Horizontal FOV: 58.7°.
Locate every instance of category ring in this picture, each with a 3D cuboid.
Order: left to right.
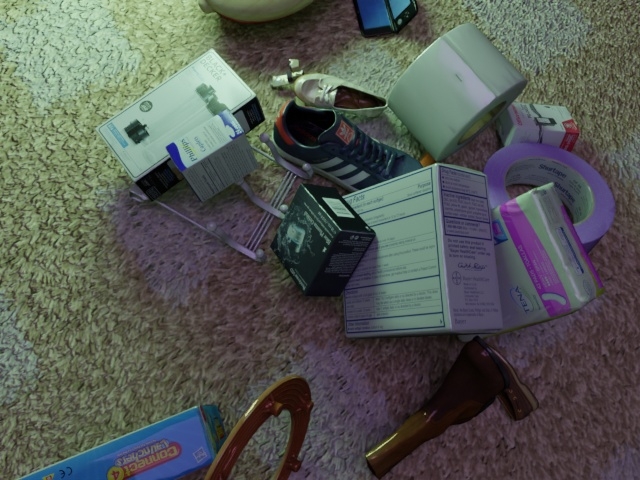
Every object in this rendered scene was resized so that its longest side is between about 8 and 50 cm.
[{"bbox_3d":[-0.097,0.382,0.931,0.032,0.336,0.336,22,71,24],"label":"ring"}]

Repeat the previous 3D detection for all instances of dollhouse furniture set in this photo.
[{"bbox_3d":[-0.077,-0.330,1.277,0.081,0.091,0.114,-6,77,9],"label":"dollhouse furniture set"}]

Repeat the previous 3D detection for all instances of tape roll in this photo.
[{"bbox_3d":[0.288,-0.310,1.214,0.246,0.246,0.169,-37,81,-14],"label":"tape roll"},{"bbox_3d":[0.464,-0.078,1.201,0.275,0.090,0.275,2,55,-3],"label":"tape roll"}]

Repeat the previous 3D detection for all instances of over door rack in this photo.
[{"bbox_3d":[-0.207,-0.128,1.184,0.324,0.108,0.239,27,72,3],"label":"over door rack"}]

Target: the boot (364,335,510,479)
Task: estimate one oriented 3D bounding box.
[{"bbox_3d":[0.192,0.305,1.025,0.280,0.264,0.096,-28,62,-14],"label":"boot"}]

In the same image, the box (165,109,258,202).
[{"bbox_3d":[-0.202,-0.158,1.079,0.137,0.126,0.072,-34,67,-7],"label":"box"}]

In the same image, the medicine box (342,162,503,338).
[{"bbox_3d":[0.176,0.033,1.063,0.149,0.263,0.289,6,77,-37],"label":"medicine box"}]

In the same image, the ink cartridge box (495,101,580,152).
[{"bbox_3d":[0.489,-0.256,1.291,0.150,0.063,0.109,4,46,-5],"label":"ink cartridge box"}]

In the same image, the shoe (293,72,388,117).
[{"bbox_3d":[0.048,-0.322,1.258,0.219,0.058,0.076,8,96,-19],"label":"shoe"}]

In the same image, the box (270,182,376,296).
[{"bbox_3d":[0.000,0.000,1.091,0.093,0.158,0.156,4,35,-40],"label":"box"}]

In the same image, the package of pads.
[{"bbox_3d":[0.350,0.056,1.082,0.101,0.296,0.229,-18,82,-41],"label":"package of pads"}]

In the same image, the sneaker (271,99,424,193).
[{"bbox_3d":[0.062,-0.194,1.195,0.350,0.148,0.131,18,67,3],"label":"sneaker"}]

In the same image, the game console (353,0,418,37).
[{"bbox_3d":[0.152,-0.576,1.365,0.085,0.124,0.144,-2,72,-34],"label":"game console"}]

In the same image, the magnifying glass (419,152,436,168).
[{"bbox_3d":[0.184,-0.108,1.259,0.092,0.026,0.231,38,73,6],"label":"magnifying glass"}]

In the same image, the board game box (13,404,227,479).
[{"bbox_3d":[-0.314,0.366,0.926,0.308,0.302,0.086,-20,77,-10],"label":"board game box"}]

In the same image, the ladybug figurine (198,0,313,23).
[{"bbox_3d":[-0.102,-0.656,1.311,0.449,0.162,0.305,-39,86,-11],"label":"ladybug figurine"}]

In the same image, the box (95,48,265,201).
[{"bbox_3d":[-0.278,-0.235,1.145,0.290,0.087,0.169,-36,67,-8],"label":"box"}]

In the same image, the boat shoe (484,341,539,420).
[{"bbox_3d":[0.359,0.280,1.140,0.060,0.064,0.178,-36,83,-16],"label":"boat shoe"}]
